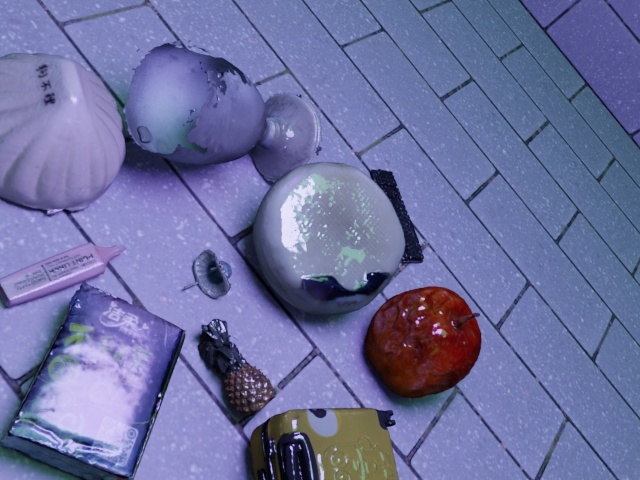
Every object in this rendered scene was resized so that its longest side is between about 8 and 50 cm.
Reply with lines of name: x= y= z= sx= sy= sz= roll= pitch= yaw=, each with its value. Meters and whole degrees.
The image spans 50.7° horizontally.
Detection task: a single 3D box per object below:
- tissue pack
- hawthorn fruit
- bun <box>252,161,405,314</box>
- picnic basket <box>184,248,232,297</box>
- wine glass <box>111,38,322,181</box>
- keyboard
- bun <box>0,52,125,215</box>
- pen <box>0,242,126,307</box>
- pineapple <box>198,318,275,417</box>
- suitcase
tissue pack: x=-0.299 y=0.195 z=0.920 sx=0.173 sy=0.073 sz=0.236 roll=29 pitch=48 yaw=-20
hawthorn fruit: x=0.207 y=0.168 z=1.216 sx=0.207 sy=0.243 sz=0.208 roll=17 pitch=55 yaw=-26
bun: x=0.000 y=0.000 z=1.223 sx=0.283 sy=0.179 sz=0.284 roll=5 pitch=79 yaw=-26
picnic basket: x=-0.180 y=0.055 z=1.113 sx=0.083 sy=0.065 sz=0.083 roll=-13 pitch=75 yaw=-60
wine glass: x=-0.160 y=-0.209 z=1.163 sx=0.357 sy=0.190 sz=0.191 roll=11 pitch=54 yaw=-58
keyboard: x=0.171 y=-0.057 z=1.489 sx=0.072 sy=0.023 sz=0.231 roll=2 pitch=62 yaw=-40
bun: x=-0.405 y=-0.192 z=1.019 sx=0.263 sy=0.175 sz=0.263 roll=20 pitch=50 yaw=-26
pen: x=-0.371 y=0.043 z=0.992 sx=0.197 sy=0.032 sz=0.053 roll=-27 pitch=81 yaw=-43
pineapple: x=-0.136 y=0.195 z=1.054 sx=0.074 sy=0.074 sz=0.159 roll=-26 pitch=75 yaw=-45
suitcase: x=0.009 y=0.354 z=1.010 sx=0.234 sy=0.143 sz=0.194 roll=9 pitch=58 yaw=-35
